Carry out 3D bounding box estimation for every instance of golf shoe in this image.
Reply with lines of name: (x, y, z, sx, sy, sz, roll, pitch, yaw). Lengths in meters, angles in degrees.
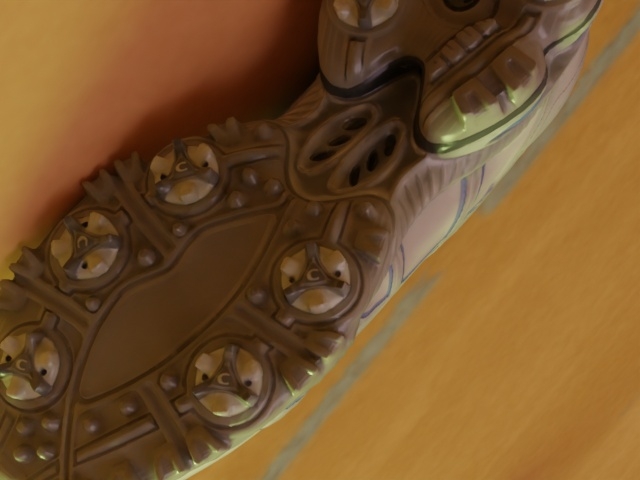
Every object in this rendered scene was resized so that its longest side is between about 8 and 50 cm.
golf shoe: (0.000, 0.000, 0.437, 0.176, 0.069, 0.086, -43, 159, -6)
